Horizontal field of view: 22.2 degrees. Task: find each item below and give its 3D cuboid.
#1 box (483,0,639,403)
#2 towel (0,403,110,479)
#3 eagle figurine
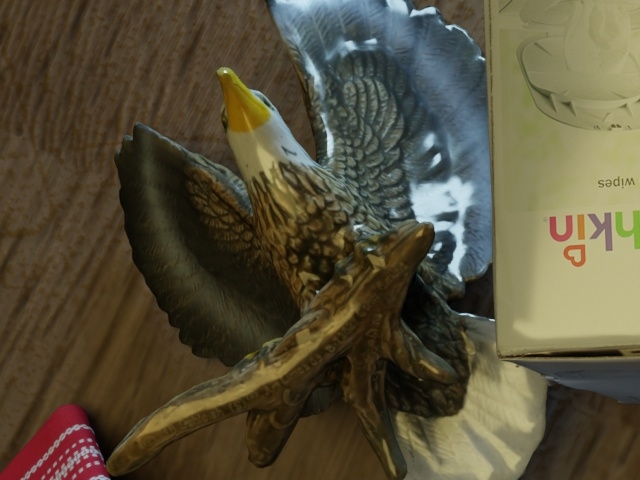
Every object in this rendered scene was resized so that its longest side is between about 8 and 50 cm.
[{"bbox_3d":[0.166,-0.044,0.779,0.127,0.262,0.231,-5,78,20],"label":"box"},{"bbox_3d":[-0.170,0.226,0.906,0.199,0.031,0.275,-49,30,6],"label":"towel"},{"bbox_3d":[-0.002,-0.010,0.885,0.226,0.298,0.225,1,111,-6],"label":"eagle figurine"}]
